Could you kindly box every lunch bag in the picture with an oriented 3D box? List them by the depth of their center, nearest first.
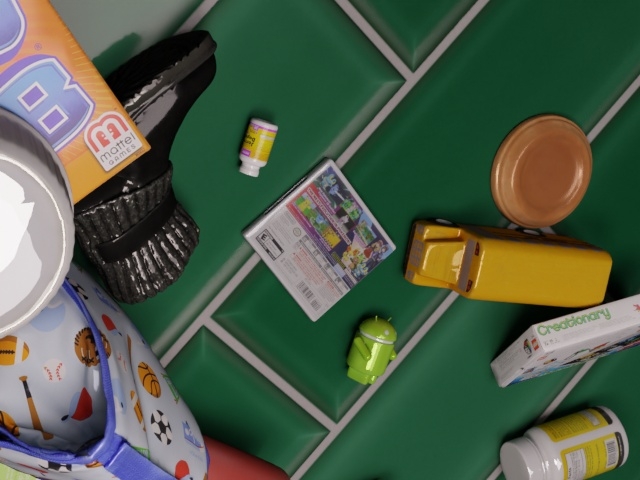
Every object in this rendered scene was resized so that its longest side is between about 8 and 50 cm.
[{"bbox_3d":[-0.326,0.193,1.627,0.239,0.385,0.328,-44,151,-5],"label":"lunch bag"}]

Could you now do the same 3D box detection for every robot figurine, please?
[{"bbox_3d":[0.084,0.177,2.057,0.101,0.067,0.115,8,104,-56],"label":"robot figurine"}]

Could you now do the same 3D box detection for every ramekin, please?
[{"bbox_3d":[-0.385,-0.011,1.328,0.273,0.127,0.272,-8,110,-23],"label":"ramekin"}]

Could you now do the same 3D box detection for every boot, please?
[{"bbox_3d":[-0.230,-0.105,1.779,0.348,0.131,0.260,-45,124,-13],"label":"boot"}]

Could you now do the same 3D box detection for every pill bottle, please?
[{"bbox_3d":[-0.096,-0.140,1.882,0.043,0.043,0.083,14,100,-28],"label":"pill bottle"},{"bbox_3d":[0.438,0.381,2.262,0.209,0.119,0.119,-14,112,-21],"label":"pill bottle"}]

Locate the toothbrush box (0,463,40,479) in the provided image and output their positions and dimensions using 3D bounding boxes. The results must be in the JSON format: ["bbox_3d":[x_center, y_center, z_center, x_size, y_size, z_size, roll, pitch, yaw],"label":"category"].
[{"bbox_3d":[-0.512,0.361,1.801,0.283,0.122,0.206,8,102,-27],"label":"toothbrush box"}]

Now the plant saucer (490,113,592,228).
[{"bbox_3d":[0.382,-0.113,2.123,0.200,0.037,0.200,-8,110,-23],"label":"plant saucer"}]

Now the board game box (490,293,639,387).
[{"bbox_3d":[0.466,0.165,2.174,0.305,0.193,0.053,-14,70,-22],"label":"board game box"}]

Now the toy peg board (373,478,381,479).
[{"bbox_3d":[0.063,0.498,2.158,0.161,0.079,0.161,-14,112,-4],"label":"toy peg board"}]

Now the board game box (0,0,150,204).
[{"bbox_3d":[-0.488,-0.181,1.503,0.356,0.356,0.356,-38,118,-10],"label":"board game box"}]

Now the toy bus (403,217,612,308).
[{"bbox_3d":[0.309,0.041,2.084,0.333,0.130,0.108,6,104,-27],"label":"toy bus"}]

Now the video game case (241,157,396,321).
[{"bbox_3d":[0.000,0.000,1.986,0.183,0.023,0.201,-42,118,-8],"label":"video game case"}]

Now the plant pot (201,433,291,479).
[{"bbox_3d":[-0.215,0.402,1.889,0.243,0.275,0.275,37,89,-19],"label":"plant pot"}]
